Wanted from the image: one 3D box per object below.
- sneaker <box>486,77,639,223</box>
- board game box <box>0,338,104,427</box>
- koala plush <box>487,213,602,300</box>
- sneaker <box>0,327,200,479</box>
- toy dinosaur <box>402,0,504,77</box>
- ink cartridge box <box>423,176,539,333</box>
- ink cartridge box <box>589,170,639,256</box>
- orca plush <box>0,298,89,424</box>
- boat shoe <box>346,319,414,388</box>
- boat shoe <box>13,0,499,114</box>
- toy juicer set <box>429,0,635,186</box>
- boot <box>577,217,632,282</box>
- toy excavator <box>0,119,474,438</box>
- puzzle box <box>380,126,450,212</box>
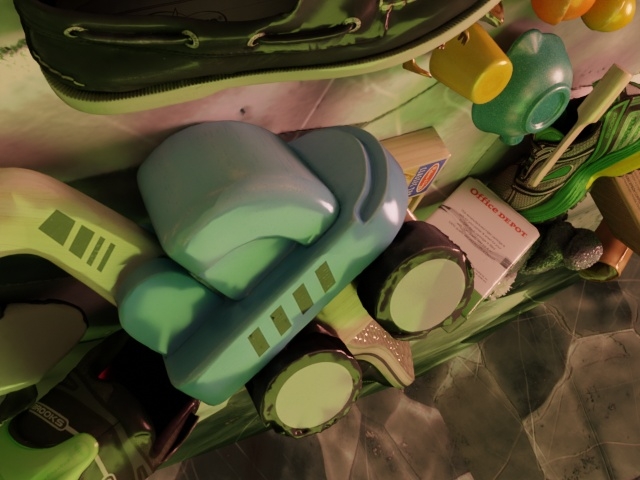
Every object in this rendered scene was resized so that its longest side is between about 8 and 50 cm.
[{"bbox_3d":[0.362,-0.142,1.019,0.146,0.134,0.343,23,148,-16],"label":"sneaker"},{"bbox_3d":[-0.440,0.273,1.066,0.224,0.097,0.303,-6,151,-42],"label":"board game box"},{"bbox_3d":[0.369,0.009,1.273,0.221,0.196,0.203,-23,170,-20],"label":"koala plush"},{"bbox_3d":[-0.207,0.187,0.827,0.202,0.185,0.483,-36,-173,5],"label":"sneaker"},{"bbox_3d":[0.074,-0.208,0.572,0.212,0.064,0.112,1,115,-44],"label":"toy dinosaur"},{"bbox_3d":[0.226,0.020,1.072,0.208,0.153,0.087,-42,168,-24],"label":"ink cartridge box"},{"bbox_3d":[0.525,-0.072,1.111,0.088,0.193,0.234,-32,-168,11],"label":"ink cartridge box"},{"bbox_3d":[-0.418,0.152,0.774,0.287,0.151,0.102,-44,-153,-21],"label":"orca plush"},{"bbox_3d":[0.035,0.148,1.068,0.156,0.186,0.500,-18,159,19],"label":"boat shoe"},{"bbox_3d":[-0.022,-0.176,0.406,0.340,0.127,0.113,-12,163,-1],"label":"boat shoe"},{"bbox_3d":[0.262,-0.201,0.769,0.209,0.089,0.329,-45,148,13],"label":"toy juicer set"},{"bbox_3d":[0.597,-0.037,1.366,0.269,0.089,0.236,-55,174,-12],"label":"boot"},{"bbox_3d":[-0.150,0.007,0.607,0.433,0.222,0.445,-44,126,5],"label":"toy excavator"},{"bbox_3d":[0.000,0.000,0.986,0.272,0.052,0.409,-19,159,-21],"label":"puzzle box"}]
